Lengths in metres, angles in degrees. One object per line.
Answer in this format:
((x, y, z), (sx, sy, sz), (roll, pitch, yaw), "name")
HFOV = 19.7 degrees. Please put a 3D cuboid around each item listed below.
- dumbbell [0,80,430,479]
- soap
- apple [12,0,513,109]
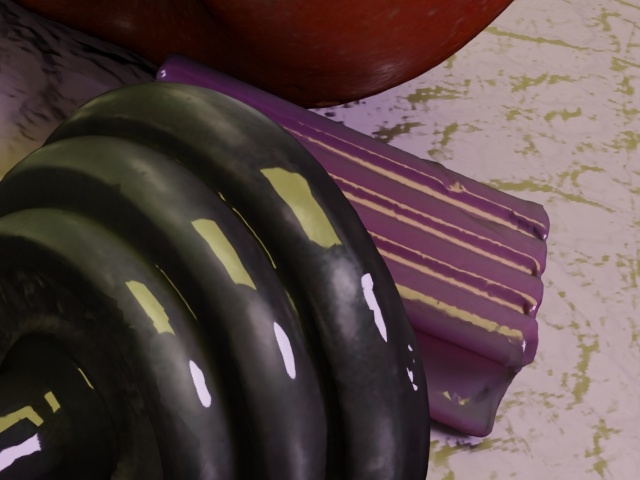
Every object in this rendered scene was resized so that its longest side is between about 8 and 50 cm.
((-0.134, 0.079, 0.506), (0.406, 0.179, 0.179), (-25, 57, -39), "dumbbell")
((0.000, 0.000, 0.830), (0.203, 0.065, 0.122), (24, 34, -3), "soap")
((-0.037, -0.222, 0.891), (0.348, 0.348, 0.277), (25, 71, 0), "apple")
